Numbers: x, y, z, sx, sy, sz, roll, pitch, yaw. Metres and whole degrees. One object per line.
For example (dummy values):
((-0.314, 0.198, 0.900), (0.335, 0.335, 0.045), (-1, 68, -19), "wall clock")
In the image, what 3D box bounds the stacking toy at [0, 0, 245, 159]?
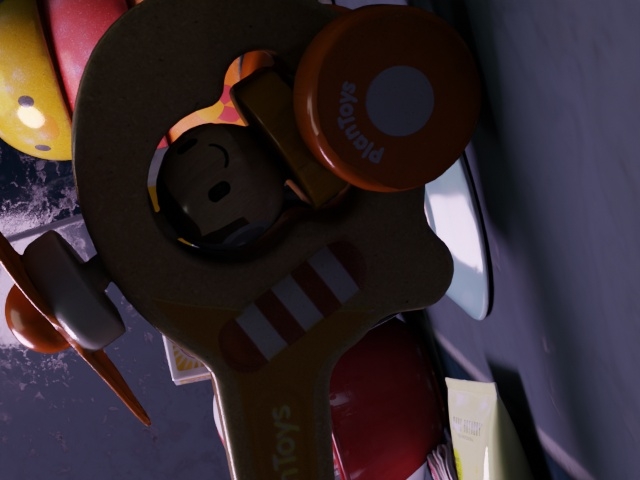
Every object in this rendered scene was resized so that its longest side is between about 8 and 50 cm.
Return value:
((-0.292, -0.201, 1.444), (0.350, 0.480, 0.351), (162, 90, -86), "stacking toy")

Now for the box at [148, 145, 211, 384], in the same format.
((-0.096, 0.020, 1.067), (0.103, 0.114, 0.203), (122, 136, -80), "box")

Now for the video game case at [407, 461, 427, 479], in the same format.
((0.068, 0.182, 1.203), (0.227, 0.026, 0.206), (87, 172, -54), "video game case")

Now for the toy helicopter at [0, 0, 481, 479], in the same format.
((-0.044, 0.053, 0.595), (0.140, 0.235, 0.355), (-146, 48, -69), "toy helicopter")

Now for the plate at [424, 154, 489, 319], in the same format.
((0.057, -0.039, 0.712), (0.188, 0.024, 0.188), (163, 90, -86), "plate")

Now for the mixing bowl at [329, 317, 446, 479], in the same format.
((0.047, 0.130, 1.013), (0.181, 0.098, 0.181), (162, 90, -87), "mixing bowl")

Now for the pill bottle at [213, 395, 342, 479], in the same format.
((0.003, 0.296, 1.530), (0.210, 0.210, 0.363), (-112, 6, -46), "pill bottle")

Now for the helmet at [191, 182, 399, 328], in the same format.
((-0.019, 0.005, 0.920), (0.169, 0.161, 0.169), (162, 90, -86), "helmet")

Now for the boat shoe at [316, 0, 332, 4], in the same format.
((-0.051, -0.203, 0.901), (0.319, 0.099, 0.116), (77, 172, -54), "boat shoe")

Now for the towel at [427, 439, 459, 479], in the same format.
((0.138, 0.272, 0.952), (0.144, 0.029, 0.197), (-117, 7, -63), "towel")

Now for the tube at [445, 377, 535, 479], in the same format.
((0.117, 0.198, 0.708), (0.062, 0.070, 0.240), (-13, -91, -53), "tube")

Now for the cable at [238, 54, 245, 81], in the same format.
((-0.065, -0.204, 1.080), (0.139, 0.072, 0.287), (-20, -92, -61), "cable")
